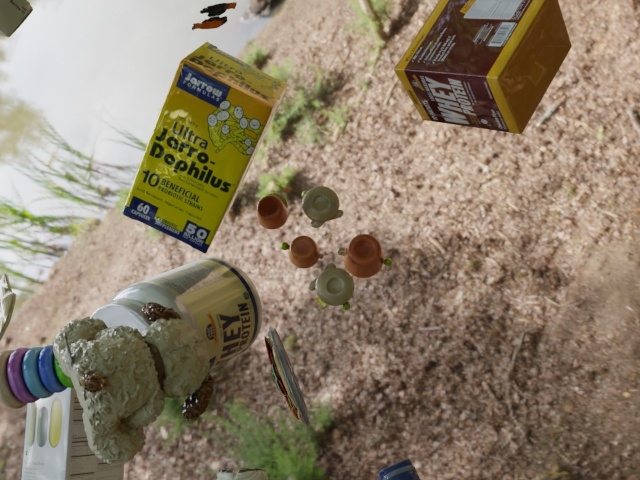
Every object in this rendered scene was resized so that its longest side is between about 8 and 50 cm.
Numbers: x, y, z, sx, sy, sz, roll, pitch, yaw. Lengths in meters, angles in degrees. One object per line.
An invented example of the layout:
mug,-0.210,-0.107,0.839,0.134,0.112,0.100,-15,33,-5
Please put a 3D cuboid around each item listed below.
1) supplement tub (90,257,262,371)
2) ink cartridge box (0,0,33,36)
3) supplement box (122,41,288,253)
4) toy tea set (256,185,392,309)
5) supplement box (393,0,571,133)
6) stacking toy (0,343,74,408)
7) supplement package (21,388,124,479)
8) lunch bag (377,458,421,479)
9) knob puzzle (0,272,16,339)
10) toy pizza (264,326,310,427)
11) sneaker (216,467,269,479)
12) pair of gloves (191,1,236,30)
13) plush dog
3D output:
supplement tub,-0.297,0.180,1.393,0.235,0.325,0.235,7,106,27
ink cartridge box,-0.712,-0.502,1.362,0.208,0.153,0.087,18,71,39
supplement box,-0.236,-0.190,1.379,0.356,0.194,0.195,-61,7,27
toy tea set,0.000,0.000,1.550,0.200,0.124,0.336,-39,77,-8
supplement box,0.264,-0.297,1.088,0.194,0.129,0.191,19,70,42
stacking toy,-0.580,0.285,1.560,0.330,0.141,0.141,-16,57,3
supplement package,-0.684,0.538,1.870,0.199,0.198,0.262,-9,75,33
lunch bag,0.140,0.434,1.182,0.098,0.067,0.065,93,158,-48
knob puzzle,-0.716,0.187,1.440,0.213,0.030,0.213,-20,51,26
toy pizza,-0.067,0.260,1.264,0.032,0.201,0.201,-21,50,-4
sneaker,-0.132,0.467,1.140,0.107,0.279,0.118,-1,61,7
pair of gloves,-0.198,-0.417,1.246,0.083,0.074,0.010,-32,80,61
plush dog,-0.296,0.212,1.122,0.262,0.225,0.210,64,147,11
